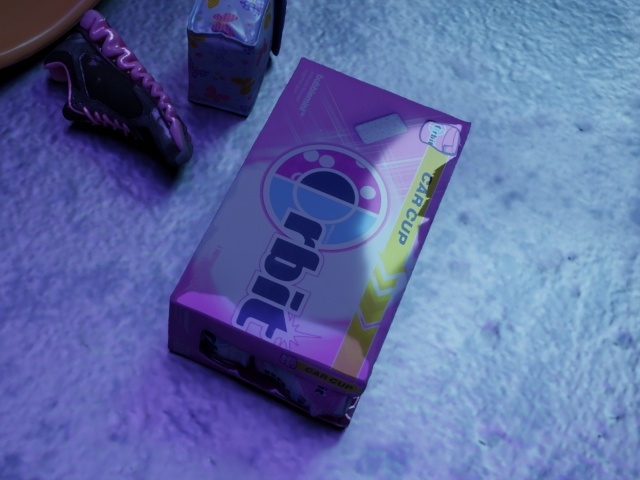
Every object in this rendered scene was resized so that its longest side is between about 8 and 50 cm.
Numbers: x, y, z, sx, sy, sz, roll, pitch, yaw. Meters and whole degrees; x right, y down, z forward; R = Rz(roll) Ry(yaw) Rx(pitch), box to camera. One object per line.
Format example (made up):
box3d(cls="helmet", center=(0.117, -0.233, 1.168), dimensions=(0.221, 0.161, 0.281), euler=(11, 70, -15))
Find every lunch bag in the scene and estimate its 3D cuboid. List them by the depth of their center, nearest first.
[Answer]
box3d(cls="lunch bag", center=(-0.049, -0.132, 0.638), dimensions=(0.053, 0.071, 0.083), euler=(13, 58, 0))

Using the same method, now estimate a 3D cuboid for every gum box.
box3d(cls="gum box", center=(0.000, 0.000, 0.574), dimensions=(0.107, 0.062, 0.188), euler=(22, 59, 5))

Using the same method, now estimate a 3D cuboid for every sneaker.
box3d(cls="sneaker", center=(-0.122, -0.081, 0.619), dimensions=(0.057, 0.047, 0.119), euler=(-37, 67, -8))

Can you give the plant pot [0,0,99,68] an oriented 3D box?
box3d(cls="plant pot", center=(-0.251, -0.260, 0.581), dimensions=(0.203, 0.291, 0.291), euler=(27, 58, 27))
